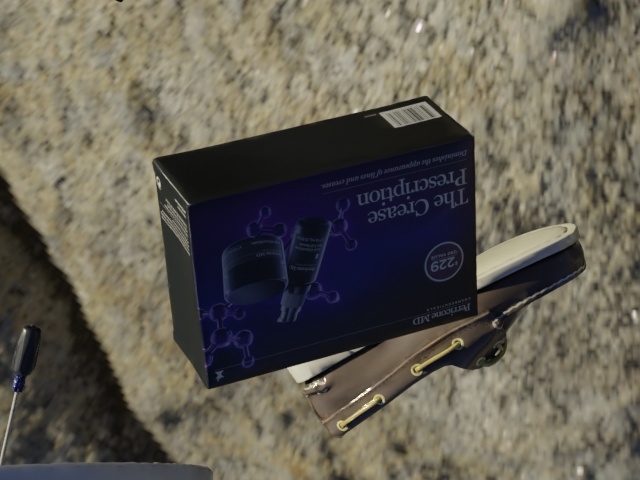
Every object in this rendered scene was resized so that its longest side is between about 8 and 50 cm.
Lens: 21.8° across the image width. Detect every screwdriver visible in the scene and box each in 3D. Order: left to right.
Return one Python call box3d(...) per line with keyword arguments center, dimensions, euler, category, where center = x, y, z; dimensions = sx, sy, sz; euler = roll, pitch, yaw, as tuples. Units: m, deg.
box3d(center=(-0.302, 0.163, 1.643), dimensions=(0.024, 0.025, 0.170), euler=(9, 102, -22), category="screwdriver")

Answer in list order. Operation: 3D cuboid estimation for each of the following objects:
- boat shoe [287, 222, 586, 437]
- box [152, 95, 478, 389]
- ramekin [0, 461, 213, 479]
box3d(center=(0.126, 0.089, 1.650), dimensions=(0.324, 0.116, 0.097), euler=(-28, 94, 12), category="boat shoe")
box3d(center=(0.000, 0.000, 1.443), dimensions=(0.261, 0.103, 0.184), euler=(-15, 123, -18), category="box")
box3d(center=(-0.204, 0.220, 1.061), dimensions=(0.277, 0.277, 0.135), euler=(-5, 79, 11), category="ramekin")
